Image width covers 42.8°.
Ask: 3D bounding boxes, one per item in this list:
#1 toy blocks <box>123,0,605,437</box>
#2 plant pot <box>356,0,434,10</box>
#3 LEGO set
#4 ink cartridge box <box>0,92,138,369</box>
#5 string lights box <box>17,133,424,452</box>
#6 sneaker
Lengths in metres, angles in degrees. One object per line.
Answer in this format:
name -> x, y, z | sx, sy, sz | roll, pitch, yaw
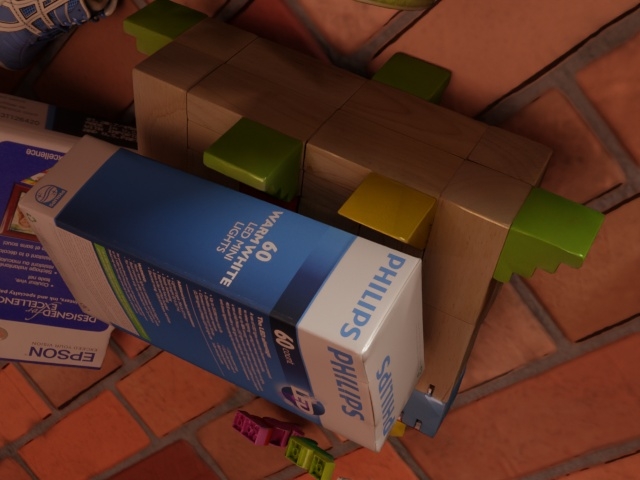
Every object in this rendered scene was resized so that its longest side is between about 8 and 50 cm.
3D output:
toy blocks -> 0.000, 0.000, 0.657 | 0.381, 0.191, 0.261 | 25, 137, 16
plant pot -> -0.022, -0.353, 0.371 | 0.366, 0.366, 0.353 | 34, 116, 10
LEGO set -> 0.022, 0.186, 0.784 | 0.227, 0.093, 0.087 | 19, 91, 52
ink cartridge box -> -0.331, -0.006, 0.793 | 0.303, 0.072, 0.307 | 11, 132, -22
string lights box -> -0.063, 0.034, 0.551 | 0.260, 0.077, 0.133 | 21, 147, 22
sneaker -> -0.233, -0.213, 0.713 | 0.081, 0.080, 0.211 | 50, 130, 0
